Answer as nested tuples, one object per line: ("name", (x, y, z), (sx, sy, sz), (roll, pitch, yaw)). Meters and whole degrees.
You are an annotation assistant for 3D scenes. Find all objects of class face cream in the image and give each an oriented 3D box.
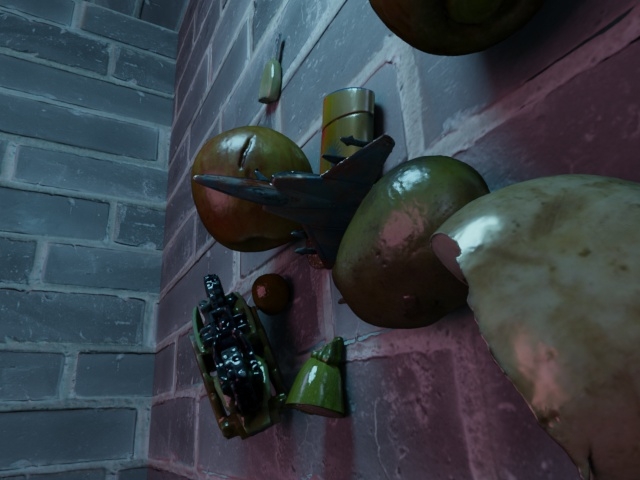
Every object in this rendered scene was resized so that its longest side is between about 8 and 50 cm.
("face cream", (0.045, -0.140, 0.824), (0.139, 0.068, 0.284), (-14, 70, 57))

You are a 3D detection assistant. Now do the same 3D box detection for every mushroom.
("mushroom", (0.222, 0.057, 0.365), (0.189, 0.195, 0.253), (-29, 50, 15))

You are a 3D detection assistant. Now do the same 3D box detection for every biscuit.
("biscuit", (0.000, 0.000, 0.921), (0.120, 0.015, 0.120), (-25, 60, 56))

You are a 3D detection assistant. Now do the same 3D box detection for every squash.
("squash", (0.000, 0.230, 0.798), (0.105, 0.105, 0.132), (-32, 42, 55))

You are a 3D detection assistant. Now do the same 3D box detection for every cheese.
("cheese", (-0.131, -0.474, 1.263), (0.097, 0.038, 0.191), (16, 97, 60))

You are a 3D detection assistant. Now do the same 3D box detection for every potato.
("potato", (0.108, 0.015, 0.568), (0.251, 0.159, 0.174), (-45, 42, 30))

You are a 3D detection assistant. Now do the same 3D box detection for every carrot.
("carrot", (0.148, -0.385, 0.545), (0.224, 0.224, 0.340), (-43, 43, 49))

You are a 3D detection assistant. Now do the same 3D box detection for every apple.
("apple", (-0.134, -0.091, 0.948), (0.264, 0.265, 0.264), (-25, 61, 57))

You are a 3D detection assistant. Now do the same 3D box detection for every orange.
("orange", (-0.111, 0.119, 1.022), (0.085, 0.085, 0.094), (-17, 72, 59))

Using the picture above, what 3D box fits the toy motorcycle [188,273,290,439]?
("toy motorcycle", (-0.189, 0.245, 0.998), (0.410, 0.169, 0.236), (-130, 22, -59))

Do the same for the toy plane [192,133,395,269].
("toy plane", (-0.015, -0.062, 0.638), (0.222, 0.327, 0.104), (-67, 29, 24))
